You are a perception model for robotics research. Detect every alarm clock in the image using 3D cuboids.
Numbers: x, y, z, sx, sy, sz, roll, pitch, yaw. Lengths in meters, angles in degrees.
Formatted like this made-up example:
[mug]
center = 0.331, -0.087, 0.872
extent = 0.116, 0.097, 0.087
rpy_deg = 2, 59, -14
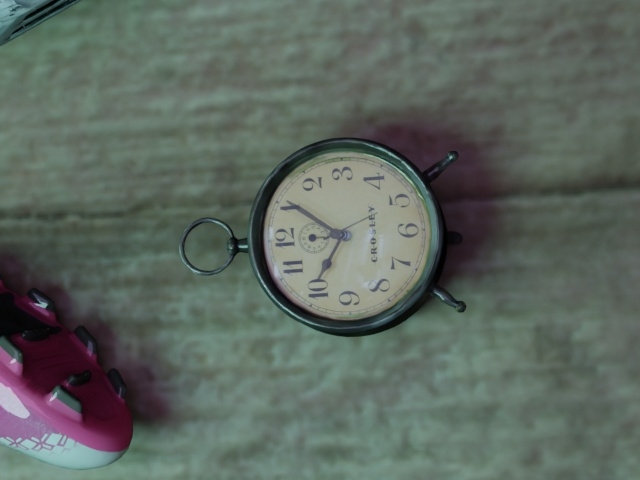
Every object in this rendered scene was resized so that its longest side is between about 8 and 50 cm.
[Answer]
[alarm clock]
center = 0.000, 0.000, 1.205
extent = 0.192, 0.064, 0.129
rpy_deg = -2, 82, 5

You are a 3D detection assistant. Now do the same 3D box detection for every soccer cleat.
[soccer cleat]
center = -0.277, 0.073, 1.222
extent = 0.331, 0.116, 0.143
rpy_deg = 36, 107, 11

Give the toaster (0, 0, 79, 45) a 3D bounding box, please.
[toaster]
center = -0.199, -0.230, 1.209
extent = 0.227, 0.129, 0.146
rpy_deg = -35, 96, -25
